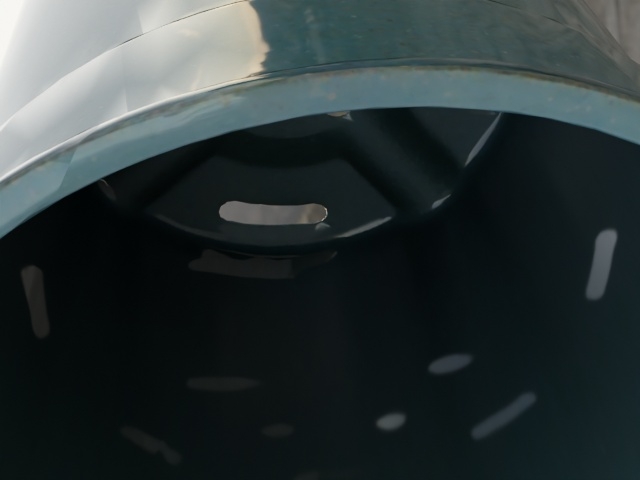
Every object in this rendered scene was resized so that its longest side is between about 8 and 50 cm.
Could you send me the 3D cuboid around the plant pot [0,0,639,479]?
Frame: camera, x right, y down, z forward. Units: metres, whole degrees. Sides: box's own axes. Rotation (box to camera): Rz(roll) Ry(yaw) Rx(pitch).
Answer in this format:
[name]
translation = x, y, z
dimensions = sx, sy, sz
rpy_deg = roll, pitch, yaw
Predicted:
[plant pot]
translation = 0.000, 0.000, 0.579
dimensions = 0.334, 0.341, 0.341
rpy_deg = -98, 0, -53
